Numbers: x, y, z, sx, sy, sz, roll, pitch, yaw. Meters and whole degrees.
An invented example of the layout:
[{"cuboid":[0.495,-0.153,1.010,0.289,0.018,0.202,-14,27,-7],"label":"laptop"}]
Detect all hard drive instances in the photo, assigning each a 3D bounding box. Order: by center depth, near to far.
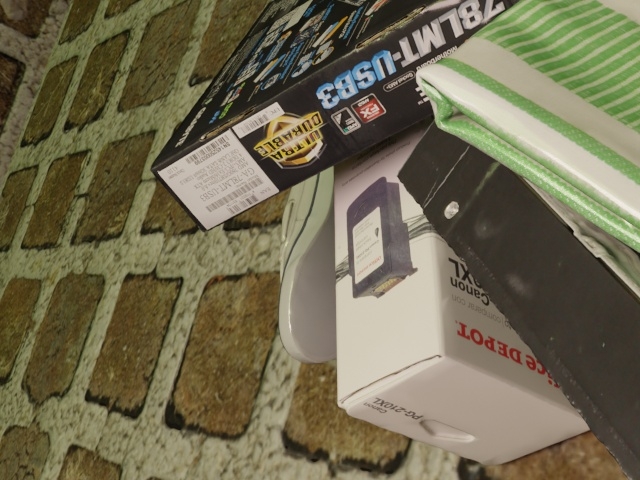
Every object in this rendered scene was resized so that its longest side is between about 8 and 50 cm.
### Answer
[{"cuboid":[0.200,0.064,0.486,0.064,0.237,0.339,-56,33,18],"label":"hard drive"}]

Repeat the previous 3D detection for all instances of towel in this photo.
[{"cuboid":[0.237,-0.102,0.487,0.325,0.038,0.248,-39,58,-25],"label":"towel"}]

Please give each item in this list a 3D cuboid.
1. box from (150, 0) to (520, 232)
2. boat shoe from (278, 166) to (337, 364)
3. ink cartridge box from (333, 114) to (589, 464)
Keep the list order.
[{"cuboid":[0.044,-0.162,0.719,0.293,0.073,0.295,-23,26,31],"label":"box"},{"cuboid":[0.000,0.000,0.946,0.088,0.096,0.268,-26,48,50],"label":"boat shoe"},{"cuboid":[0.101,0.024,0.712,0.100,0.172,0.237,-32,45,38],"label":"ink cartridge box"}]
